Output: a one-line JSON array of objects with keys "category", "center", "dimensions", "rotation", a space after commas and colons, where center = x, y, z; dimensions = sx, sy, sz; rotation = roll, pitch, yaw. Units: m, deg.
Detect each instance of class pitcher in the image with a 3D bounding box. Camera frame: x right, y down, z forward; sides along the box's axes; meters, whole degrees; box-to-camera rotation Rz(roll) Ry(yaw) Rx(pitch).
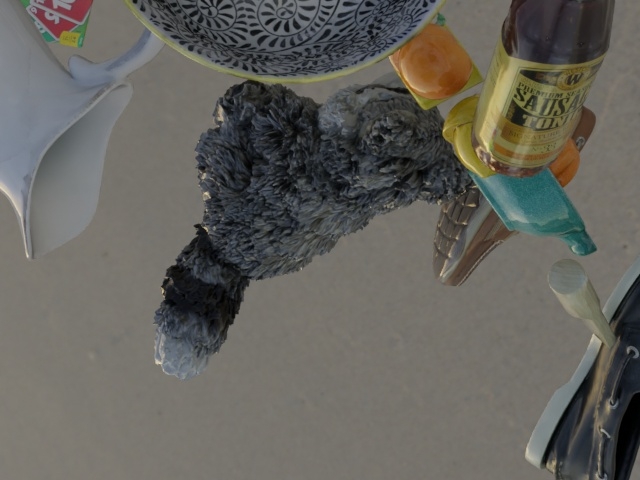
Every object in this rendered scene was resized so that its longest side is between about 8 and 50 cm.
[{"category": "pitcher", "center": [-0.192, -0.116, 0.599], "dimensions": [0.207, 0.125, 0.178], "rotation": [35, 106, 5]}]

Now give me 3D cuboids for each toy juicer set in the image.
[{"category": "toy juicer set", "center": [0.174, -0.059, 0.908], "dimensions": [0.329, 0.089, 0.209], "rotation": [56, -172, 8]}]

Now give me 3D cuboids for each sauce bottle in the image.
[{"category": "sauce bottle", "center": [0.086, -0.073, 0.417], "dimensions": [0.042, 0.042, 0.128], "rotation": [49, 159, 22]}]

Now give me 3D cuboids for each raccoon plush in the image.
[{"category": "raccoon plush", "center": [0.000, 0.000, 1.309], "dimensions": [0.299, 0.216, 0.446], "rotation": [23, 101, 47]}]

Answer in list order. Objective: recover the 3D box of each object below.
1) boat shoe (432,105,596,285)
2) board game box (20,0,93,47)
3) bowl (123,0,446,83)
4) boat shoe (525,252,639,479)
[{"category": "boat shoe", "center": [0.241, -0.054, 1.403], "dimensions": [0.123, 0.116, 0.324], "rotation": [-87, 19, -47]}, {"category": "board game box", "center": [-0.368, -0.286, 1.164], "dimensions": [0.039, 0.259, 0.124], "rotation": [-111, 36, -49]}, {"category": "bowl", "center": [-0.021, -0.145, 0.511], "dimensions": [0.170, 0.170, 0.080], "rotation": [62, 170, 4]}, {"category": "boat shoe", "center": [0.310, 0.115, 1.034], "dimensions": [0.113, 0.127, 0.340], "rotation": [38, 121, 26]}]
